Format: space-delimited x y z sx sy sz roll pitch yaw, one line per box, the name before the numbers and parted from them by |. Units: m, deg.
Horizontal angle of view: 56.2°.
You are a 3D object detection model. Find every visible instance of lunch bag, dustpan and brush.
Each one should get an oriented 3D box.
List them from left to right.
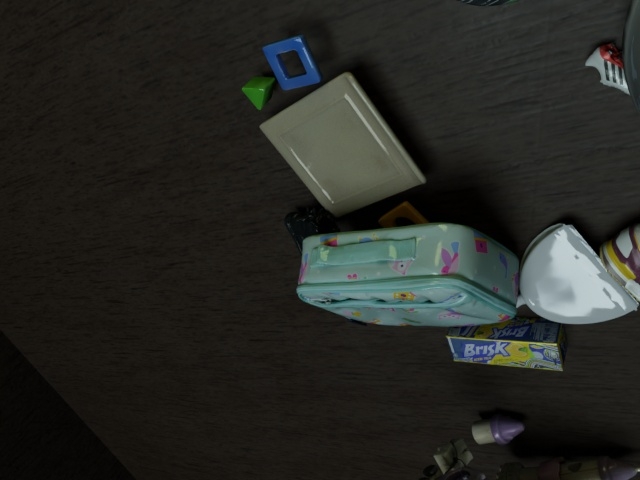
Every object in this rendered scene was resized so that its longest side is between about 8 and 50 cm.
lunch bag | 0.111 0.054 0.829 0.279 0.107 0.224 -8 160 38
dustpan and brush | 0.311 0.071 0.841 0.147 0.060 0.211 50 130 1

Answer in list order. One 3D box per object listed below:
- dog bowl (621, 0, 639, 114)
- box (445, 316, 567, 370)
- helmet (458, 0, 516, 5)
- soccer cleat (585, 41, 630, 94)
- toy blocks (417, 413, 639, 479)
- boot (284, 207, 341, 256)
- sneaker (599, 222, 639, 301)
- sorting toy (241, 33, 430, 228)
dog bowl | 0.440 -0.157 0.488 0.349 0.102 0.348 13 134 14
box | 0.285 0.155 0.924 0.169 0.054 0.059 -1 126 34
helmet | 0.160 -0.289 0.524 0.169 0.161 0.169 17 135 18
soccer cleat | 0.317 -0.172 0.633 0.083 0.029 0.035 40 152 -7
toy blocks | 0.369 0.422 0.939 0.260 0.288 0.309 -25 95 38
boot | 0.001 0.000 0.947 0.099 0.045 0.121 6 135 54
sneaker | 0.435 0.052 0.727 0.185 0.069 0.084 37 140 -4
sorting toy | 0.033 -0.128 0.835 0.196 0.047 0.347 -18 119 46
